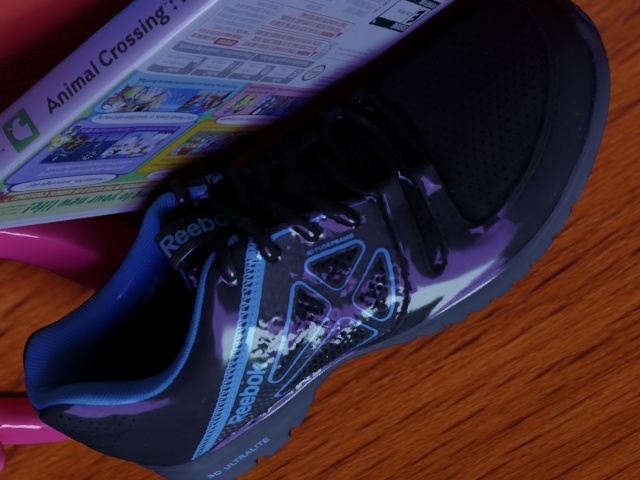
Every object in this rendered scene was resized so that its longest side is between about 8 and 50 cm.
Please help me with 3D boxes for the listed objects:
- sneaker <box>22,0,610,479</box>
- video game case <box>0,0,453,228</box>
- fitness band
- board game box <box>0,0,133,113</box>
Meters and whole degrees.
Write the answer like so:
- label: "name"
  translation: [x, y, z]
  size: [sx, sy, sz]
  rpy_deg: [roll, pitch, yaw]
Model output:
- label: "sneaker"
  translation: [0.000, 0.000, 0.575]
  size: [0.341, 0.125, 0.140]
  rpy_deg: [-45, 145, 11]
- label: "video game case"
  translation: [-0.045, -0.070, 0.501]
  size: [0.193, 0.023, 0.212]
  rpy_deg: [-35, 173, 20]
- label: "fitness band"
  translation: [-0.185, 0.057, 0.669]
  size: [0.209, 0.054, 0.291]
  rpy_deg: [-36, 145, 16]
- label: "board game box"
  translation: [-0.204, -0.115, 0.339]
  size: [0.317, 0.064, 0.242]
  rpy_deg: [-5, 160, -22]
